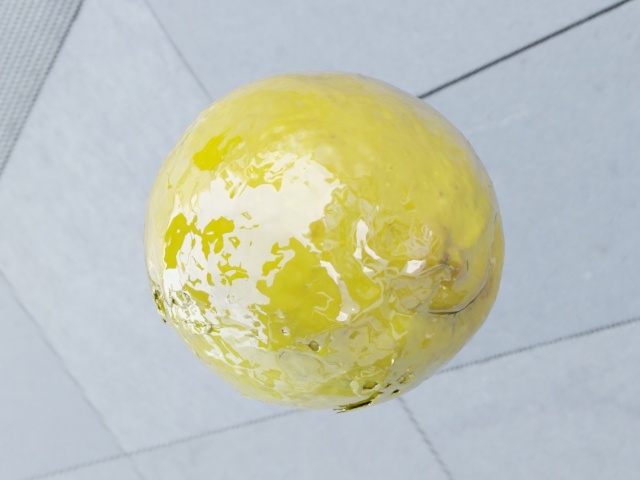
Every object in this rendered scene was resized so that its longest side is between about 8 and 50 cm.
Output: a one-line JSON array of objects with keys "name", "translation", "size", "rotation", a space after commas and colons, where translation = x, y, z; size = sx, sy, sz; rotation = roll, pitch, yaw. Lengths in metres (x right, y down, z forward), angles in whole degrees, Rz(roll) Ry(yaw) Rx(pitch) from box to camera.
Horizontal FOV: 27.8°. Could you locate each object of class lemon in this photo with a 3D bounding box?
[{"name": "lemon", "translation": [0.000, 0.000, 1.049], "size": [0.297, 0.297, 0.297], "rotation": [19, 130, 25]}]
